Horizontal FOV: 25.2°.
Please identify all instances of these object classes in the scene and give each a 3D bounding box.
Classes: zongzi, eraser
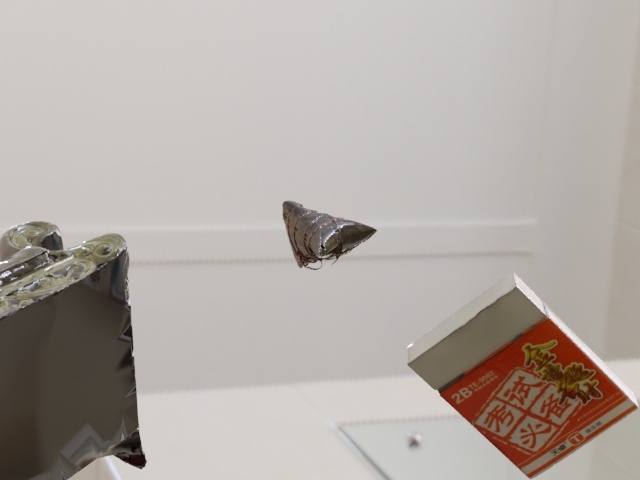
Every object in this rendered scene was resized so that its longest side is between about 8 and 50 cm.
[{"bbox_3d":[0.000,0.000,1.289,0.083,0.073,0.067,-2,-74,24],"label":"zongzi"},{"bbox_3d":[0.227,0.156,1.607,0.157,0.038,0.230,-38,-65,20],"label":"eraser"}]

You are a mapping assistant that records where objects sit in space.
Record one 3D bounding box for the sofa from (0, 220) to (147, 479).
[{"bbox_3d":[-0.264,0.103,1.020,0.258,0.182,0.200,-29,-54,-48],"label":"sofa"}]
